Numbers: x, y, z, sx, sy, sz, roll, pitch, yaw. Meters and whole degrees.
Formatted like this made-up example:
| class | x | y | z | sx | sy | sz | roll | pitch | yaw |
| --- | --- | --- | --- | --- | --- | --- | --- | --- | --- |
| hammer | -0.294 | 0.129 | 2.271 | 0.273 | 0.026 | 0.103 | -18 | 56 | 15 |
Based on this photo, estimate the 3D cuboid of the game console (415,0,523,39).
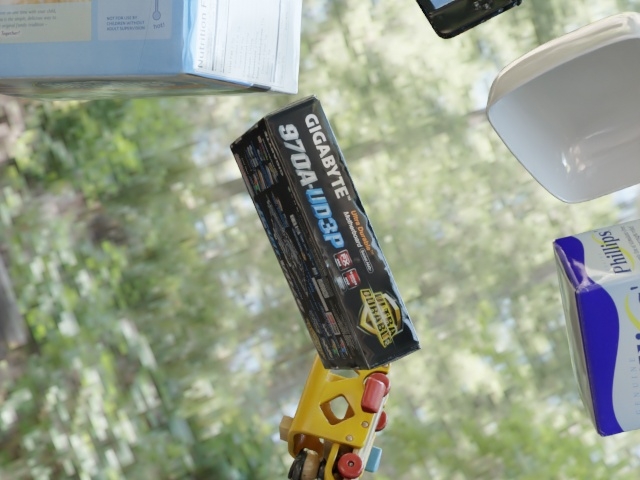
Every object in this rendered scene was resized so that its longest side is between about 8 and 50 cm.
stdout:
| class | x | y | z | sx | sy | sz | roll | pitch | yaw |
| --- | --- | --- | --- | --- | --- | --- | --- | --- | --- |
| game console | 0.128 | -0.278 | 1.549 | 0.144 | 0.124 | 0.085 | 63 | 0 | 34 |

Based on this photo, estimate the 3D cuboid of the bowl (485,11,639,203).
| class | x | y | z | sx | sy | sz | roll | pitch | yaw |
| --- | --- | --- | --- | --- | --- | --- | --- | --- | --- |
| bowl | 0.202 | -0.101 | 1.209 | 0.142 | 0.142 | 0.053 | -23 | -135 | 27 |

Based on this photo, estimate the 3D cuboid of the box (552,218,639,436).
| class | x | y | z | sx | sy | sz | roll | pitch | yaw |
| --- | --- | --- | --- | --- | --- | --- | --- | --- | --- |
| box | 0.235 | 0.051 | 1.130 | 0.072 | 0.137 | 0.126 | -102 | 178 | -59 |

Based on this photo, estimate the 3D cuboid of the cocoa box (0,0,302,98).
| class | x | y | z | sx | sy | sz | roll | pitch | yaw |
| --- | --- | --- | --- | --- | --- | --- | --- | --- | --- |
| cocoa box | -0.219 | -0.267 | 1.738 | 0.347 | 0.228 | 0.231 | 2 | -89 | 28 |

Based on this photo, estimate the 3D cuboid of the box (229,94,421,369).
| class | x | y | z | sx | sy | sz | roll | pitch | yaw |
| --- | --- | --- | --- | --- | --- | --- | --- | --- | --- |
| box | 0.000 | 0.000 | 1.402 | 0.220 | 0.051 | 0.175 | 67 | -13 | 0 |

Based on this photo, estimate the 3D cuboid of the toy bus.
| class | x | y | z | sx | sy | sz | roll | pitch | yaw |
| --- | --- | --- | --- | --- | --- | --- | --- | --- | --- |
| toy bus | 0.009 | 0.211 | 1.827 | 0.104 | 0.202 | 0.191 | 15 | -76 | 9 |
